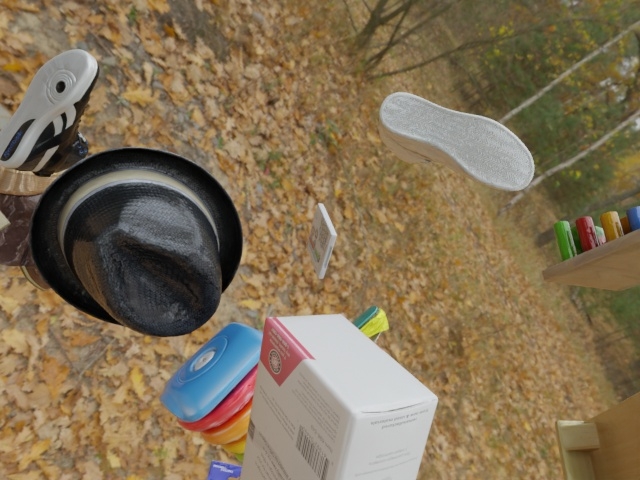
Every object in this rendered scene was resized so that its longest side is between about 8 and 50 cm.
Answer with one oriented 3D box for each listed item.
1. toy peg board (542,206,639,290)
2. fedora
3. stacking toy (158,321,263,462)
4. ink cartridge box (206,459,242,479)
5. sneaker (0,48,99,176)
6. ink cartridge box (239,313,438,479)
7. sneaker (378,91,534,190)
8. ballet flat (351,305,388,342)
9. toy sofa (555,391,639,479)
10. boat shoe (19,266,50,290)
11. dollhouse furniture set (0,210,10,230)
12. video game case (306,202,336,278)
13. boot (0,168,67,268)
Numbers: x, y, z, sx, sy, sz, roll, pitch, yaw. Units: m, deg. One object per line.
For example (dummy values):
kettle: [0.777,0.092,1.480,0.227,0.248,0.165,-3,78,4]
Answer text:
toy peg board: [0.402,-0.001,0.701,0.161,0.160,0.079,8,64,-26]
fedora: [-0.249,0.033,0.793,0.334,0.334,0.152,39,5,-40]
stacking toy: [-0.086,0.286,0.817,0.166,0.175,0.302,-44,110,-22]
ink cartridge box: [-0.210,0.710,1.204,0.175,0.069,0.371,24,62,-25]
sneaker: [-0.393,-0.192,0.828,0.079,0.217,0.121,49,12,16]
ink cartridge box: [0.002,0.199,0.487,0.092,0.218,0.158,2,19,-32]
sneaker: [0.244,-0.177,1.001,0.292,0.108,0.169,28,1,2]
ballet flat: [0.068,0.250,1.293,0.077,0.231,0.077,58,-5,-15]
toy sofa: [0.475,0.289,0.727,0.363,0.177,0.150,86,6,-60]
boat shoe: [-0.617,0.042,1.152,0.064,0.060,0.178,56,-16,41]
dollhouse furniture set: [-0.547,-0.033,0.702,0.161,0.182,0.101,58,-20,-20]
video game case: [0.000,0.000,1.434,0.019,0.143,0.157,5,33,-19]
boot: [-0.545,-0.048,1.071,0.248,0.090,0.207,12,91,-68]
